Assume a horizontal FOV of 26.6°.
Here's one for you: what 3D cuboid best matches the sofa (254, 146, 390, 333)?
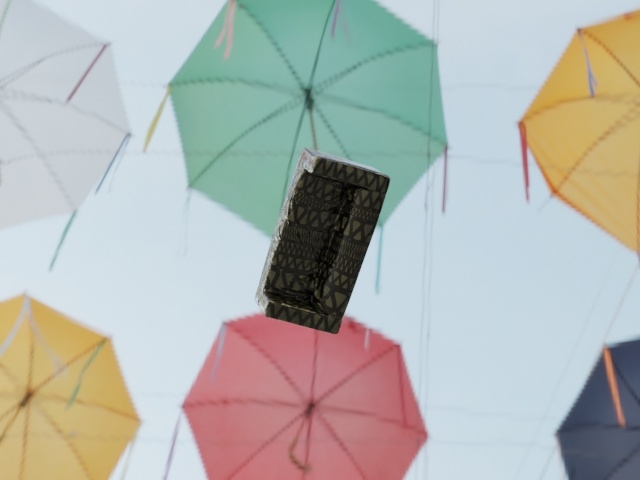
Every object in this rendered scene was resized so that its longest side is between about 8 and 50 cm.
[{"bbox_3d":[0.000,0.000,0.934,0.060,0.039,0.118,15,-79,-18],"label":"sofa"}]
